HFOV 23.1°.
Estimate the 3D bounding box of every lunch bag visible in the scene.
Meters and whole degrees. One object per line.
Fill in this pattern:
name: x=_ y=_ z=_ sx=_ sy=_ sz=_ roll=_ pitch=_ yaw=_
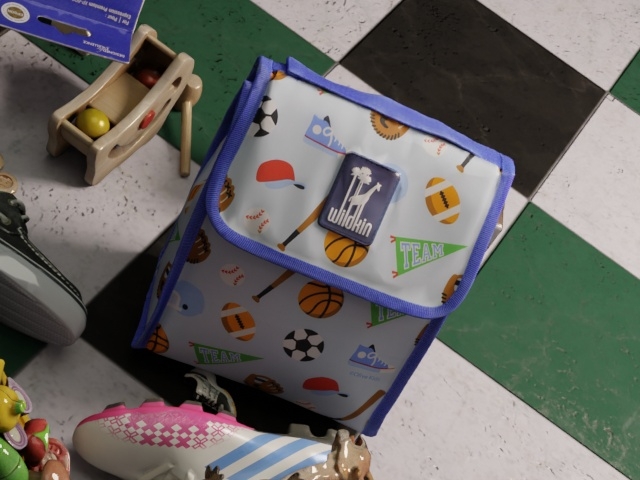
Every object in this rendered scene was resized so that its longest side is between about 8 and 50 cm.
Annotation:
lunch bag: x=0.000 y=0.000 z=1.806 sx=0.328 sy=0.385 sz=0.239 roll=22 pitch=33 yaw=-11

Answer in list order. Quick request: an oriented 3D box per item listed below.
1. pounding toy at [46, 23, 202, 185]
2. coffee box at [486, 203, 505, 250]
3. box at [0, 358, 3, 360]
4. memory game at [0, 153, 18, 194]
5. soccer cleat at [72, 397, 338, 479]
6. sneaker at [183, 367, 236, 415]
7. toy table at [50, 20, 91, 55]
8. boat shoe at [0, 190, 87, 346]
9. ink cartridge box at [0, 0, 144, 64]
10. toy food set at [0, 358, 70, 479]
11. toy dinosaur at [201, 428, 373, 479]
pounding toy: x=-0.217 y=-0.167 z=2.022 sx=0.155 sy=0.154 sz=0.269 roll=37 pitch=44 yaw=6
coffee box: x=0.078 y=-0.055 z=2.073 sx=0.297 sy=0.168 sz=0.118 roll=21 pitch=45 yaw=-12
box: x=-0.431 y=0.203 z=1.608 sx=0.153 sy=0.108 sz=0.207 roll=22 pitch=44 yaw=-10
memory game: x=-0.457 y=-0.069 z=1.906 sx=0.186 sy=0.012 sz=0.186 roll=15 pitch=46 yaw=-16
soccer cleat: x=-0.109 y=0.265 z=1.724 sx=0.331 sy=0.116 sz=0.143 roll=10 pitch=57 yaw=-17
sneaker: x=-0.132 y=0.185 z=1.846 sx=0.037 sy=0.032 sz=0.083 roll=-20 pitch=53 yaw=-32
toy table: x=-0.386 y=-0.381 z=2.119 sx=0.252 sy=0.161 sz=0.274 roll=47 pitch=45 yaw=16
boat shoe: x=-0.389 y=-0.014 z=1.801 sx=0.335 sy=0.121 sz=0.119 roll=37 pitch=56 yaw=4
ink cartridge box: x=-0.307 y=-0.388 z=2.010 sx=0.176 sy=0.069 sz=0.370 roll=16 pitch=47 yaw=-17
toy food set: x=-0.297 y=0.217 z=1.602 sx=0.071 sy=0.217 sz=0.128 roll=-8 pitch=35 yaw=18
toy dinosaur: x=-0.048 y=0.328 z=1.637 sx=0.200 sy=0.295 sz=0.127 roll=40 pitch=-1 yaw=-43
